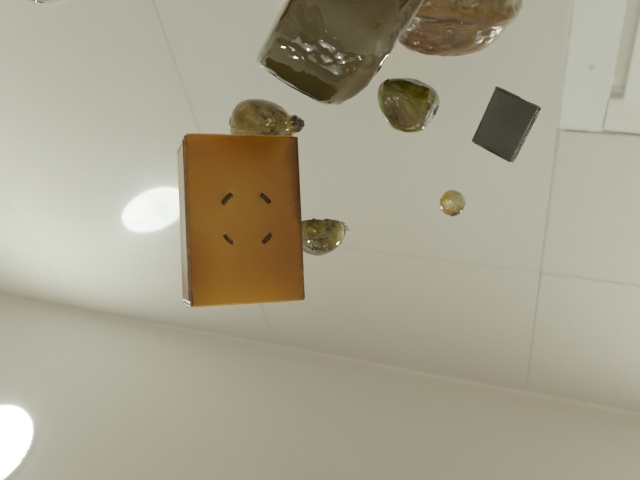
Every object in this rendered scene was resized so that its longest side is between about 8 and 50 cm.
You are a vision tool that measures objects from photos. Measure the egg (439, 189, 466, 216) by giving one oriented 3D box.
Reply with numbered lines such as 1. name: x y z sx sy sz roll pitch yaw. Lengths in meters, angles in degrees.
1. egg: 0.358 -0.101 1.727 0.071 0.083 0.072 0 -100 -3

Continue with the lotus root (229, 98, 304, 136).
1. lotus root: -0.135 -0.279 1.538 0.213 0.138 0.138 4 -136 42

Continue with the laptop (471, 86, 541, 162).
1. laptop: 0.479 -0.298 1.650 0.129 0.180 0.016 33 -133 16

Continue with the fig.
1. fig: 0.223 -0.357 1.655 0.165 0.144 0.154 18 -119 -21

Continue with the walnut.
1. walnut: 0.322 -0.598 1.541 0.343 0.306 0.306 13 -133 -1

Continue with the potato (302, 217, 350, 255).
1. potato: 0.000 0.000 1.717 0.163 0.200 0.081 2 -100 -3

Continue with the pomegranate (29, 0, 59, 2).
1. pomegranate: -0.382 -0.388 0.788 0.210 0.211 0.263 15 -121 26

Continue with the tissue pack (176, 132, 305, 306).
1. tissue pack: -0.143 -0.031 1.079 0.194 0.275 0.145 -1 177 -22

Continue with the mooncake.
1. mooncake: 0.039 -0.325 0.869 0.155 0.284 0.285 31 -133 -14
